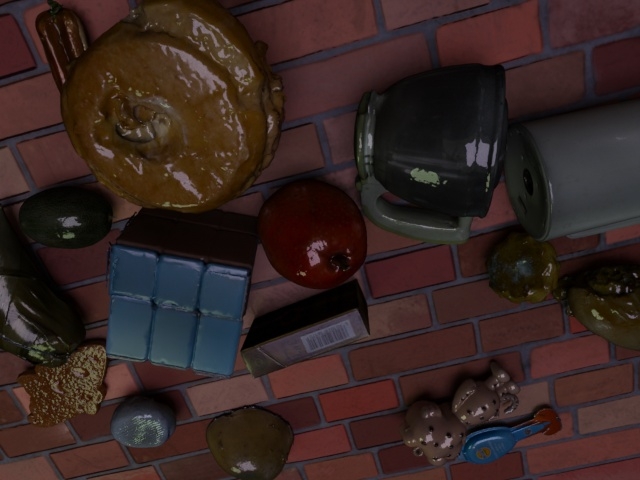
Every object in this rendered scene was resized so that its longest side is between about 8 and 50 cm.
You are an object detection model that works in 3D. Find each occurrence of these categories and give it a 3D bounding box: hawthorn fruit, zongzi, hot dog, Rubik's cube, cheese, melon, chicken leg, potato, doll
[{"bbox_3d":[0.000,0.000,0.919,0.197,0.225,0.196,-12,121,-21],"label":"hawthorn fruit"},{"bbox_3d":[-0.549,0.095,1.012,0.251,0.125,0.274,28,105,-12],"label":"zongzi"},{"bbox_3d":[-0.408,-0.295,0.870,0.072,0.055,0.188,-10,114,0],"label":"hot dog"},{"bbox_3d":[-0.240,0.079,0.952,0.225,0.221,0.231,11,114,-6],"label":"Rubik's cube"},{"bbox_3d":[0.440,0.462,1.241,0.256,0.037,0.106,-26,113,9],"label":"cheese"},{"bbox_3d":[-0.452,-0.041,0.952,0.167,0.114,0.114,1,114,-1],"label":"melon"},{"bbox_3d":[0.686,0.170,1.062,0.429,0.152,0.201,25,129,-18],"label":"chicken leg"},{"bbox_3d":[-0.164,0.485,1.200,0.202,0.117,0.182,29,114,-14],"label":"potato"},{"bbox_3d":[0.312,0.386,1.170,0.278,0.119,0.154,-33,112,3],"label":"doll"}]

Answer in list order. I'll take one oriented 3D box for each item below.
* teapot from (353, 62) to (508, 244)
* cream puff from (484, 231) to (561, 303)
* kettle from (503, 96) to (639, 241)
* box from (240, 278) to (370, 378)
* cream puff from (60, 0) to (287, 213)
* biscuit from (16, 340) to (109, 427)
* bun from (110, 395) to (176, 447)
[{"bbox_3d":[0.178,-0.151,0.895,0.239,0.321,0.239,6,75,13],"label":"teapot"},{"bbox_3d":[0.397,0.057,1.017,0.116,0.146,0.146,10,121,-49],"label":"cream puff"},{"bbox_3d":[0.501,-0.106,0.895,0.318,0.205,0.265,-14,111,3],"label":"kettle"},{"bbox_3d":[-0.025,0.168,1.033,0.240,0.159,0.071,-22,106,10],"label":"box"},{"bbox_3d":[-0.216,-0.210,0.816,0.327,0.231,0.343,18,119,-4],"label":"cream puff"},{"bbox_3d":[-0.550,0.310,1.151,0.183,0.043,0.280,36,104,-20],"label":"biscuit"},{"bbox_3d":[-0.389,0.397,1.172,0.141,0.083,0.140,-1,124,-2],"label":"bun"}]
